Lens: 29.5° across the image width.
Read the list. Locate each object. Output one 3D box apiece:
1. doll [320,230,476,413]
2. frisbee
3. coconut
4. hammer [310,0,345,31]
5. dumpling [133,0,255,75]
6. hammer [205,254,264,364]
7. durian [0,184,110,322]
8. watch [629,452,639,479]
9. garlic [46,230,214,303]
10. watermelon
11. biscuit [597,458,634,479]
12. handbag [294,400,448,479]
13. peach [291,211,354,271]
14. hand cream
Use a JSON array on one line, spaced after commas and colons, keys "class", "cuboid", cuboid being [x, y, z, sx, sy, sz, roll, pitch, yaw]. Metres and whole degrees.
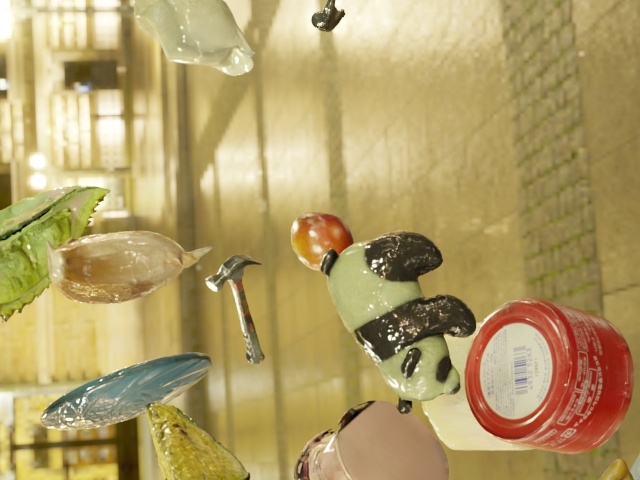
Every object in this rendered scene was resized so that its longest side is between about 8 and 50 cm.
[{"class": "doll", "cuboid": [0.100, 0.098, 1.543, 0.234, 0.135, 0.143, 60, 152, 7]}, {"class": "frisbee", "cuboid": [-0.303, 0.256, 1.945, 0.289, 0.290, 0.049, 115, 135, -68]}, {"class": "coconut", "cuboid": [0.314, 0.245, 2.059, 0.244, 0.239, 0.239, -13, 76, 41]}, {"class": "hammer", "cuboid": [0.030, -0.331, 1.357, 0.078, 0.021, 0.201, -20, -53, -75]}, {"class": "dumpling", "cuboid": [-0.229, -0.360, 2.103, 0.166, 0.216, 0.126, -27, 63, 55]}, {"class": "hammer", "cuboid": [-0.142, 0.136, 2.257, 0.033, 0.111, 0.287, 29, 147, 30]}, {"class": "durian", "cuboid": [-0.475, 0.016, 1.770, 0.158, 0.352, 0.169, 44, 147, 11]}, {"class": "watch", "cuboid": [0.506, 0.382, 1.721, 0.206, 0.193, 0.068, -60, 25, -11]}, {"class": "garlic", "cuboid": [-0.234, 0.028, 1.500, 0.128, 0.198, 0.090, 133, 135, -76]}, {"class": "watermelon", "cuboid": [-0.174, 0.309, 1.605, 0.129, 0.123, 0.301, 47, 178, -19]}, {"class": "biscuit", "cuboid": [0.288, 0.269, 1.199, 0.018, 0.083, 0.081, 17, 145, 57]}, {"class": "handbag", "cuboid": [0.069, 0.317, 1.675, 0.179, 0.205, 0.116, 45, 125, 11]}, {"class": "peach", "cuboid": [0.000, -0.001, 1.942, 0.101, 0.101, 0.100, 178, 90, -80]}, {"class": "hand cream", "cuboid": [0.335, 0.201, 1.805, 0.230, 0.149, 0.230, -20, 63, 46]}]
